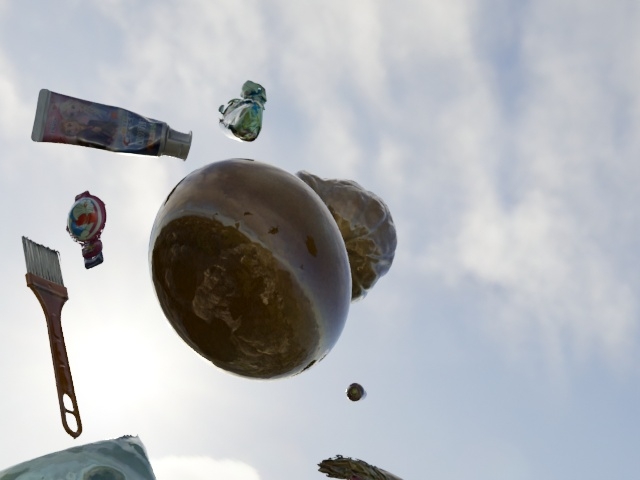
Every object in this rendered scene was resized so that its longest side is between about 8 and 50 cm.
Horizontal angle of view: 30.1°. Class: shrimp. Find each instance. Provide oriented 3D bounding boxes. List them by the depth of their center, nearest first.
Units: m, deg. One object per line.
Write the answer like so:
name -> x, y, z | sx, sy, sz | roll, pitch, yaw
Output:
shrimp -> 0.103, 0.449, 2.153 | 0.236, 0.053, 0.133 | 25, 13, 4

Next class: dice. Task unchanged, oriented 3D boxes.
dice -> -0.351, 0.445, 1.723 | 0.264, 0.268, 0.262 | 119, -45, -70

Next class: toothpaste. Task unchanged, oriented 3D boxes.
toothpaste -> -0.355, -0.189, 2.039 | 0.266, 0.096, 0.061 | 11, -17, -15

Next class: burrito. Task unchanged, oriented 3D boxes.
burrito -> -0.127, -0.217, 1.995 | 0.054, 0.104, 0.288 | 34, 0, -13

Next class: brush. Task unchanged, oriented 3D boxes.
brush -> -0.376, 0.138, 1.696 | 0.017, 0.314, 0.090 | -27, -29, 19

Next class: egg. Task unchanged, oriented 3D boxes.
egg -> -0.098, 0.047, 1.716 | 0.282, 0.282, 0.351 | 9, -40, 38

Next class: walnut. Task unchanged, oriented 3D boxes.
walnut -> 0.000, 0.000, 2.312 | 0.296, 0.285, 0.285 | -11, -20, -11

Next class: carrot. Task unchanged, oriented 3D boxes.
carrot -> 0.060, 0.251, 1.957 | 0.032, 0.032, 0.093 | 23, -5, 12

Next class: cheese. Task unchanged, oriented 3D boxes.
cheese -> -0.419, -0.020, 2.149 | 0.095, 0.145, 0.038 | -23, -19, 25
